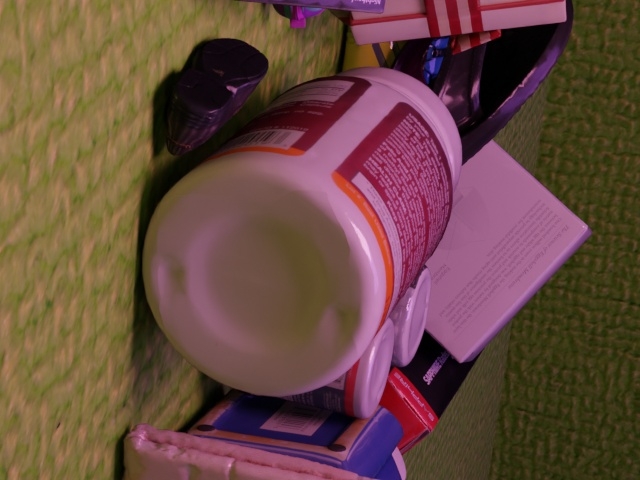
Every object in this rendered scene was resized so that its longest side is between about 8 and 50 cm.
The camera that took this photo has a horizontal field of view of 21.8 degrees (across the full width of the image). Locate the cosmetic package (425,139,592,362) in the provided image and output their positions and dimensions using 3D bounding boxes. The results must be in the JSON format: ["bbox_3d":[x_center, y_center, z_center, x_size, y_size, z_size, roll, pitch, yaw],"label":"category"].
[{"bbox_3d":[0.174,-0.006,2.032,0.224,0.225,0.138,-47,168,6],"label":"cosmetic package"}]

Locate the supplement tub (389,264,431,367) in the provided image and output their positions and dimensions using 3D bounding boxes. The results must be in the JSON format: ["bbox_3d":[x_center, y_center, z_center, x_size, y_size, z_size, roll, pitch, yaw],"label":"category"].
[{"bbox_3d":[0.016,0.062,1.792,0.117,0.190,0.117,12,90,-75],"label":"supplement tub"}]

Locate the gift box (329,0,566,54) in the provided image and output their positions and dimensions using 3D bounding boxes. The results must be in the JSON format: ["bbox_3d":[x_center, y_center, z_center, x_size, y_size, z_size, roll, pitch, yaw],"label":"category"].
[{"bbox_3d":[0.108,-0.359,1.699,0.258,0.276,0.255,65,26,-62],"label":"gift box"}]

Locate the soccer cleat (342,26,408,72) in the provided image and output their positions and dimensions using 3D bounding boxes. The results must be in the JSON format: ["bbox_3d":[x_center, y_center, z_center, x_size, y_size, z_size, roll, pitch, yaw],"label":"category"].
[{"bbox_3d":[0.069,-0.303,1.964,0.121,0.093,0.289,21,85,-45],"label":"soccer cleat"}]

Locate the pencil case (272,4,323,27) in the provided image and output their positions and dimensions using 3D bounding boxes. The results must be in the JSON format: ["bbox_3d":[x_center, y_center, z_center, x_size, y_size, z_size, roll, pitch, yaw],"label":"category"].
[{"bbox_3d":[-0.030,-0.269,1.585,0.151,0.064,0.070,66,23,-67],"label":"pencil case"}]

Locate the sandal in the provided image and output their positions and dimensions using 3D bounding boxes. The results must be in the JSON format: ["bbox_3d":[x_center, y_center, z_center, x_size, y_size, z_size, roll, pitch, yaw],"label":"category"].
[{"bbox_3d":[0.124,-0.156,1.891,0.446,0.167,0.107,-47,121,-12],"label":"sandal"}]

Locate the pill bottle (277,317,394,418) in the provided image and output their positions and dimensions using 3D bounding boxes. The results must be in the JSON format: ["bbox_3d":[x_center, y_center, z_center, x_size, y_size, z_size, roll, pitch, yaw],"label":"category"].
[{"bbox_3d":[-0.024,0.111,1.697,0.108,0.180,0.108,13,90,-76],"label":"pill bottle"}]

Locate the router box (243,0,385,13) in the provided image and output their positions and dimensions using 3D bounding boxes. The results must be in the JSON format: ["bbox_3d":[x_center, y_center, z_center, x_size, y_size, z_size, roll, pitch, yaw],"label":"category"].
[{"bbox_3d":[-0.014,-0.276,1.479,0.179,0.046,0.133,-1,107,-36],"label":"router box"}]

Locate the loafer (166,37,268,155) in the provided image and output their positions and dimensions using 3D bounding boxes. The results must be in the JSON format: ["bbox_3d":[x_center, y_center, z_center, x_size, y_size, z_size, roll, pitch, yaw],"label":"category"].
[{"bbox_3d":[-0.097,-0.131,1.477,0.061,0.062,0.170,-60,174,32],"label":"loafer"}]

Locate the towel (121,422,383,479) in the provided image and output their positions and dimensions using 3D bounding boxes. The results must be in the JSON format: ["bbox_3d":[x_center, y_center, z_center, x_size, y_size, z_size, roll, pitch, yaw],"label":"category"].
[{"bbox_3d":[-0.038,0.341,1.558,0.053,0.317,0.331,-62,159,-61],"label":"towel"}]

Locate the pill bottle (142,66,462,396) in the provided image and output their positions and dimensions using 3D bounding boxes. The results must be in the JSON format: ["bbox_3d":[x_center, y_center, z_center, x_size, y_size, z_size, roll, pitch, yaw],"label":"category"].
[{"bbox_3d":[0.002,-0.028,1.592,0.392,0.224,0.224,-48,148,-63],"label":"pill bottle"}]

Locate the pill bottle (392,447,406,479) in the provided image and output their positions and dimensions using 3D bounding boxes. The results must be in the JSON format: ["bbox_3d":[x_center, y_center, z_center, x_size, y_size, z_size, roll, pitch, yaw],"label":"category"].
[{"bbox_3d":[-0.002,0.287,1.888,0.108,0.193,0.108,43,26,-27],"label":"pill bottle"}]

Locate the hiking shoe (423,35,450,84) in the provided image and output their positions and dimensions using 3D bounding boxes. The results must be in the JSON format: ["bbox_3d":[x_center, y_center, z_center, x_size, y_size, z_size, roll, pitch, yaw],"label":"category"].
[{"bbox_3d":[0.111,-0.260,2.058,0.132,0.113,0.304,84,17,-62],"label":"hiking shoe"}]

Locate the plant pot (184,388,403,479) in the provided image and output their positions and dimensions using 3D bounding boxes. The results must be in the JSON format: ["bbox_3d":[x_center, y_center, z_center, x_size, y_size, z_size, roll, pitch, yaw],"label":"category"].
[{"bbox_3d":[-0.036,0.279,1.713,0.236,0.236,0.212,-37,131,-69],"label":"plant pot"}]

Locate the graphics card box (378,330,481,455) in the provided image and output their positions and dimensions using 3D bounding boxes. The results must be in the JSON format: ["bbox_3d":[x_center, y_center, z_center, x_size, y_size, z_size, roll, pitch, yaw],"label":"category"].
[{"bbox_3d":[0.072,0.209,2.105,0.233,0.094,0.371,-40,179,22],"label":"graphics card box"}]
